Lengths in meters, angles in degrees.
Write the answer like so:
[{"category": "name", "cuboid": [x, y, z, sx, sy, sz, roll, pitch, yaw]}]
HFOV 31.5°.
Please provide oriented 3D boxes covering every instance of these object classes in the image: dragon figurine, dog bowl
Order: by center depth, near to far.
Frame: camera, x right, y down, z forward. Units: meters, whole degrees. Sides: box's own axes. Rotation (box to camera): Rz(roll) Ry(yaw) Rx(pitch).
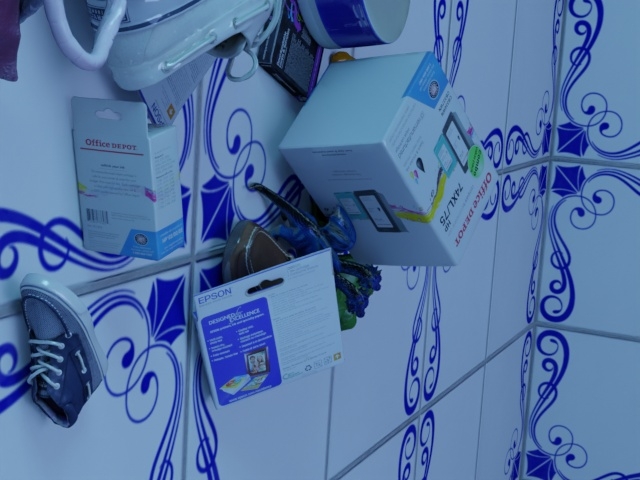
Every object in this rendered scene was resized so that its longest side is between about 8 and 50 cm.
[{"category": "dragon figurine", "cuboid": [0.000, 0.000, 1.724, 0.085, 0.144, 0.289, -60, 142, -35]}, {"category": "dog bowl", "cuboid": [0.052, -0.428, 1.730, 0.265, 0.104, 0.265, 0, 90, -68]}]

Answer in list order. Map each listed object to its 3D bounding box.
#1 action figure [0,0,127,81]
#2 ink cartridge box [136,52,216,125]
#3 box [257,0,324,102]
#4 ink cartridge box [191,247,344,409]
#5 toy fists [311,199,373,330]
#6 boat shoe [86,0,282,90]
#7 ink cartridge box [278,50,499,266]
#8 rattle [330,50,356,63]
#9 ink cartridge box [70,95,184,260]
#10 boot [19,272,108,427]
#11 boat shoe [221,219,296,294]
[{"category": "action figure", "cuboid": [-0.284, -0.262, 0.851, 0.370, 0.276, 0.248, 111, -13, -52]}, {"category": "ink cartridge box", "cuboid": [-0.192, -0.271, 1.345, 0.224, 0.045, 0.223, -63, 149, -34]}, {"category": "box", "cuboid": [-0.041, -0.288, 1.696, 0.162, 0.029, 0.116, 36, 64, -65]}, {"category": "ink cartridge box", "cuboid": [-0.072, 0.116, 1.586, 0.206, 0.045, 0.208, -18, 126, -16]}, {"category": "toy fists", "cuboid": [0.043, 0.015, 1.894, 0.142, 0.096, 0.279, 26, 72, -65]}, {"category": "boat shoe", "cuboid": [-0.113, -0.262, 1.301, 0.367, 0.136, 0.156, -45, 136, -47]}, {"category": "ink cartridge box", "cuboid": [0.111, -0.118, 1.740, 0.270, 0.197, 0.198, 55, 50, -36]}, {"category": "rattle", "cuboid": [0.121, -0.225, 1.863, 0.130, 0.199, 0.143, -30, 144, -15]}, {"category": "ink cartridge box", "cuboid": [-0.216, -0.077, 1.278, 0.061, 0.104, 0.181, -37, 130, -58]}, {"category": "boot", "cuboid": [-0.287, 0.123, 1.226, 0.190, 0.069, 0.086, 72, 32, -47]}, {"category": "boat shoe", "cuboid": [-0.048, 0.076, 1.684, 0.324, 0.116, 0.123, 60, 44, -54]}]
